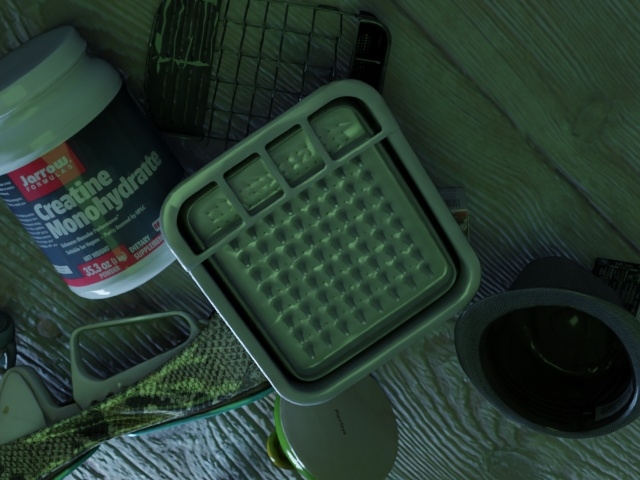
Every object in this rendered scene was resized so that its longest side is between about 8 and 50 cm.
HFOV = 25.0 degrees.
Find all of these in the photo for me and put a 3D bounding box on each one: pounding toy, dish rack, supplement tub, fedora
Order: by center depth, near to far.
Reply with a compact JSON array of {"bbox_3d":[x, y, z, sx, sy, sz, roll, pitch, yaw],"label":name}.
[{"bbox_3d":[-0.274,-0.087,1.649,0.191,0.191,0.272,-28,114,14],"label":"supplement tub"},{"bbox_3d":[0.000,0.000,1.653,0.285,0.072,0.333,-35,116,-1],"label":"dish rack"},{"bbox_3d":[-0.067,-0.184,1.665,0.271,0.074,0.208,9,116,-4],"label":"dish rack"},{"bbox_3d":[0.296,0.115,1.768,0.244,0.124,0.275,-15,126,30],"label":"fedora"},{"bbox_3d":[-0.004,0.272,1.836,0.183,0.237,0.110,22,143,-27],"label":"pounding toy"}]

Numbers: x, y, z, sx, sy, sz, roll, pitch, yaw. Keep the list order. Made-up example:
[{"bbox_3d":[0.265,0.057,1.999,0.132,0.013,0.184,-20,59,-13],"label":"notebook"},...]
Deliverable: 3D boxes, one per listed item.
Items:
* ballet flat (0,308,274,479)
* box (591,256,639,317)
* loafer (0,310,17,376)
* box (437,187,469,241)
[{"bbox_3d":[-0.286,0.200,1.830,0.483,0.164,0.182,-27,98,6],"label":"ballet flat"},{"bbox_3d":[0.370,0.066,1.819,0.067,0.018,0.083,8,117,-4],"label":"box"},{"bbox_3d":[-0.518,0.144,1.826,0.267,0.096,0.084,-2,123,-1],"label":"loafer"},{"bbox_3d":[0.018,-0.018,1.754,0.324,0.067,0.063,-3,117,1],"label":"box"}]
